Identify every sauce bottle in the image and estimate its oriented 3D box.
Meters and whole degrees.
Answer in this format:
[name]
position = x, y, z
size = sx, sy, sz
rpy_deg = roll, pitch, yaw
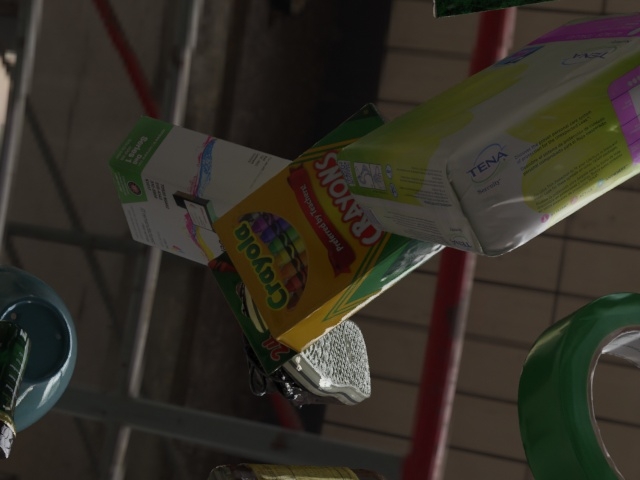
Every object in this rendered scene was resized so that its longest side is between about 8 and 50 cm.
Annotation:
[sauce bottle]
position = 0.016, 0.350, 1.831
size = 0.344, 0.111, 0.111
rpy_deg = 9, 89, -30

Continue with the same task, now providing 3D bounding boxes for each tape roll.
[tape roll]
position = 0.375, 0.221, 1.624
size = 0.077, 0.321, 0.321
rpy_deg = -39, -162, 48

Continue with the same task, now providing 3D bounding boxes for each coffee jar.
[coffee jar]
position = -0.436, 0.198, 1.824
size = 0.079, 0.096, 0.184
rpy_deg = 74, 13, -53

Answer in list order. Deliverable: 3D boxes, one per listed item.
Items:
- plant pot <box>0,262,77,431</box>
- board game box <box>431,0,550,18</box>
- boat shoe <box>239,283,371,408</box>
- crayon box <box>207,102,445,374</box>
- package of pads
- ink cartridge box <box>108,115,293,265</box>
[plant pot]
position = -0.493, 0.165, 2.186
size = 0.290, 0.195, 0.290
rpy_deg = 8, 77, -38
[board game box]
position = 0.277, -0.391, 1.938
size = 0.030, 0.259, 0.136
rpy_deg = -110, -169, -63
[boat shoe]
position = -0.045, 0.156, 2.119
size = 0.500, 0.156, 0.187
rpy_deg = 51, 32, -68
[crayon box]
position = 0.000, 0.000, 1.800
size = 0.318, 0.202, 0.081
rpy_deg = -38, 149, 10
[package of pads]
position = 0.191, -0.098, 1.222
size = 0.296, 0.229, 0.101
rpy_deg = -31, 107, -17
[ink cartridge box]
position = -0.174, -0.060, 2.233
size = 0.117, 0.278, 0.201
rpy_deg = -58, 155, -31
